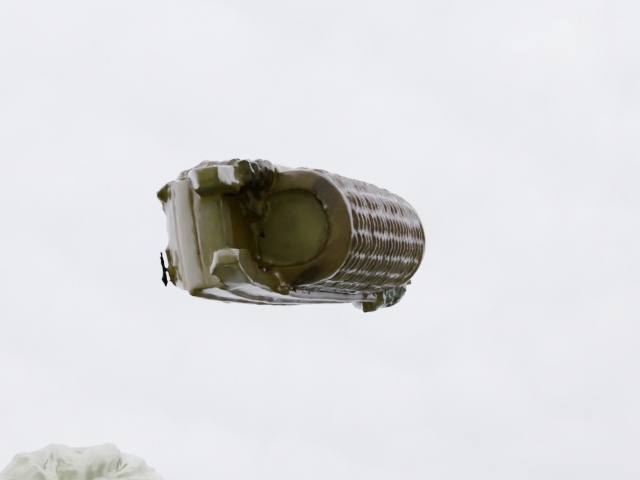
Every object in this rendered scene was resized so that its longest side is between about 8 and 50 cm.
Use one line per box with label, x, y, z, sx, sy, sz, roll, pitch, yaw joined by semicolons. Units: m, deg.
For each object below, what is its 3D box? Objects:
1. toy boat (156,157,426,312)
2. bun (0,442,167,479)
toy boat;0.000;0.000;0.818;0.115;0.089;0.310;-13;-11;26
bun;-0.216;0.290;1.077;0.259;0.259;0.160;0;-44;-15
